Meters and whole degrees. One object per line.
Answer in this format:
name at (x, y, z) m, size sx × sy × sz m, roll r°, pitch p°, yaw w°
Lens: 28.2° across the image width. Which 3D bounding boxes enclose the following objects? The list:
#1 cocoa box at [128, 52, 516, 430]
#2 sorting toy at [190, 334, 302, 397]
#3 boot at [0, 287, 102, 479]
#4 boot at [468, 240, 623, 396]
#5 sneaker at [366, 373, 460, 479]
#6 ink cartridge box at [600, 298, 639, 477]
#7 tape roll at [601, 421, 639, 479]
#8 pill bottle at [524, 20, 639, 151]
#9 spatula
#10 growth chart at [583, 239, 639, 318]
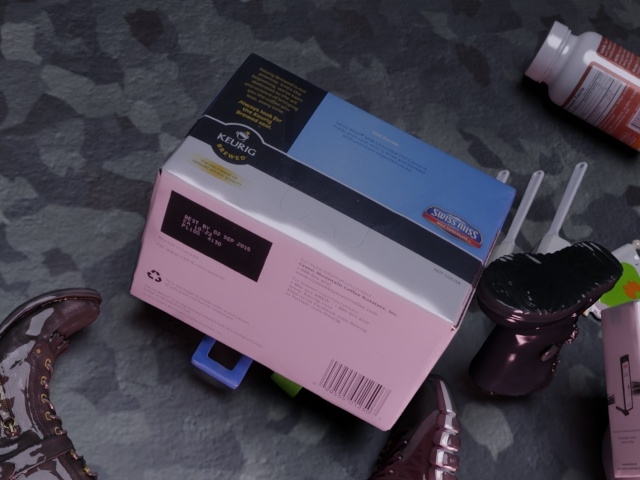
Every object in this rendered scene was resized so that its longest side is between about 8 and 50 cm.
cocoa box at (0.000, 0.000, 1.429) m, size 0.347 × 0.231 × 0.228 m, roll 28°, pitch 49°, yaw 3°
sorting toy at (-0.064, 0.044, 1.569) m, size 0.196 × 0.047 × 0.347 m, roll 20°, pitch 53°, yaw -11°
boot at (-0.299, 0.193, 1.367) m, size 0.263 × 0.091 × 0.229 m, roll -31°, pitch 77°, yaw -29°
boot at (0.236, 0.111, 1.509) m, size 0.246 × 0.207 × 0.094 m, roll -14°, pitch 51°, yaw -46°
sneaker at (0.066, 0.266, 1.431) m, size 0.162 × 0.106 × 0.281 m, roll 11°, pitch 55°, yaw -9°
ink cartridge box at (0.421, 0.174, 1.501) m, size 0.148 × 0.086 × 0.203 m, roll 2°, pitch 78°, yaw -19°
tape roll at (0.466, 0.277, 1.590) m, size 0.219 × 0.072 × 0.219 m, roll 9°, pitch 55°, yaw -14°
pill bottle at (0.418, -0.233, 1.885) m, size 0.216 × 0.121 × 0.121 m, roll 30°, pitch 52°, yaw 1°
spatula at (0.266, -0.022, 1.691) m, size 0.019 × 0.168 × 0.242 m, roll 61°, pitch 42°, yaw -29°
growth chart at (0.459, 0.105, 1.736) m, size 0.237 × 0.021 × 0.172 m, roll 45°, pitch 55°, yaw 13°
